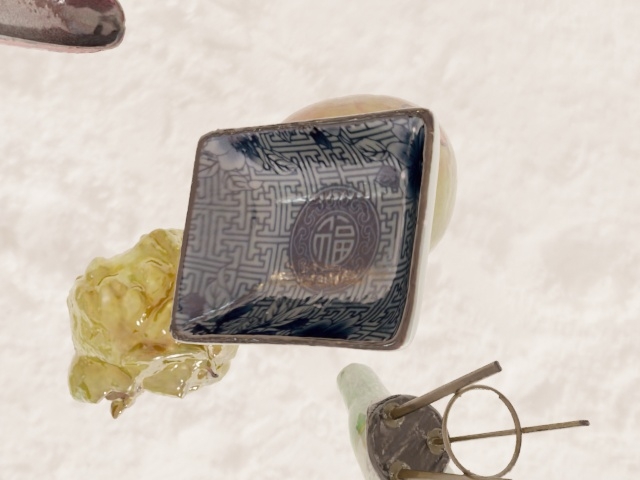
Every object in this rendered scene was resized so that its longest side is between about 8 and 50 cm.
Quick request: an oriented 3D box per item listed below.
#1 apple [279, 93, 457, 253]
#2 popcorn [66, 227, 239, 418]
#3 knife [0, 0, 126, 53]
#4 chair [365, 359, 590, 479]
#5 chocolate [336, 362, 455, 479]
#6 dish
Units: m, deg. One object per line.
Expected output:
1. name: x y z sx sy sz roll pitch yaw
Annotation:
1. apple: 0.037 -0.060 1.316 0.261 0.261 0.194 -7 81 16
2. popcorn: -0.205 0.111 1.441 0.192 0.233 0.266 40 95 30
3. knife: -0.182 -0.128 0.493 0.053 0.278 0.123 1 88 24
4. chair: 0.114 0.173 0.992 0.104 0.095 0.221 36 155 -16
5. chocolate: 0.089 0.258 1.397 0.110 0.291 0.110 -10 126 -15
6. dish: 0.000 0.000 0.905 0.243 0.080 0.182 -1 76 39
